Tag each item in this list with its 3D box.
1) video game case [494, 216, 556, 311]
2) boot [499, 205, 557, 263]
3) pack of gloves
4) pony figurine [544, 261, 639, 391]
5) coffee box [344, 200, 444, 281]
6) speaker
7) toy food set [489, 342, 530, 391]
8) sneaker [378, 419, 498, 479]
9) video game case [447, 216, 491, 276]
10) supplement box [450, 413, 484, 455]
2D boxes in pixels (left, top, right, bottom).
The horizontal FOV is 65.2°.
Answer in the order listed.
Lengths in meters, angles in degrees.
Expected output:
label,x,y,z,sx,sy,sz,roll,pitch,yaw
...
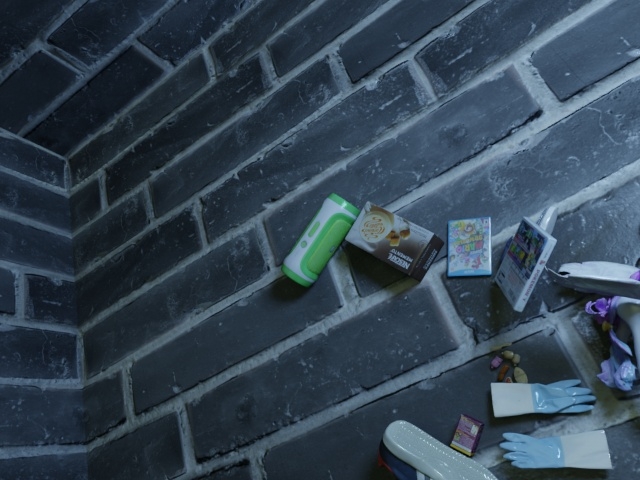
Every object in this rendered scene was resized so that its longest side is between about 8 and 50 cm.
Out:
label,x,y,z,sx,sy,sz,roll,pitch,yaw
video game case,0.483,0.051,1.197,0.023,0.201,0.183,19,108,1
boot,0.540,-0.010,1.305,0.086,0.069,0.189,25,90,39
pack of gloves,0.535,0.433,1.181,0.232,0.046,0.194,-10,60,23
pony figurine,0.686,0.142,1.067,0.351,0.303,0.363,-4,93,31
coffee box,0.216,0.002,1.482,0.247,0.098,0.141,31,91,35
speaker,0.000,0.000,1.598,0.131,0.131,0.296,36,94,35
toy food set,0.473,0.324,1.262,0.078,0.019,0.122,-20,71,25
sneaker,0.295,0.596,1.225,0.350,0.131,0.148,32,122,25
video game case,0.417,0.019,1.405,0.119,0.015,0.166,-5,71,30
supplement box,0.367,0.485,1.252,0.055,0.043,0.083,19,84,35
